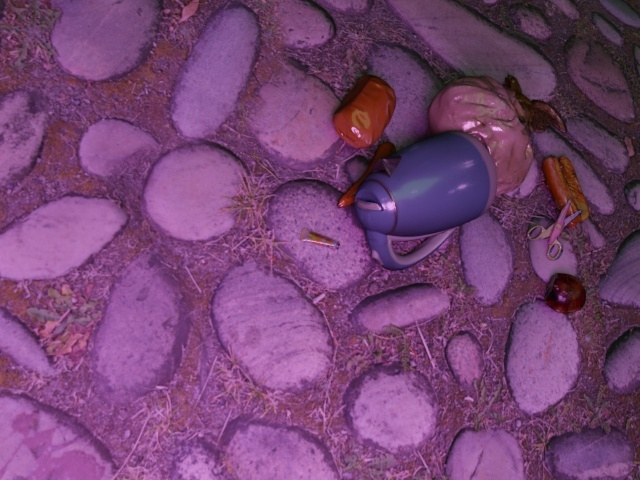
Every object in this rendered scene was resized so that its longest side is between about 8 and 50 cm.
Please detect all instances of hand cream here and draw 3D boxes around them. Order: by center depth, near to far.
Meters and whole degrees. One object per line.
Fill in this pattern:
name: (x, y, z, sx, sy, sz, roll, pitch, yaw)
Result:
hand cream: (0.000, 0.000, 1.211, 0.102, 0.022, 0.035, 20, 70, -11)

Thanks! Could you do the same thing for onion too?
onion: (0.716, 0.157, 1.418, 0.119, 0.118, 0.117, 26, 86, -13)

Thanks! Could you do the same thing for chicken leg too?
chicken leg: (0.661, -0.458, 1.635, 0.103, 0.088, 0.227, 10, 62, -10)

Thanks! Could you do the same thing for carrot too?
carrot: (0.139, -0.175, 1.311, 0.066, 0.062, 0.271, 40, 62, -12)

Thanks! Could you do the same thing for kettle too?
kettle: (0.243, -0.084, 1.237, 0.342, 0.247, 0.319, -23, 116, -29)

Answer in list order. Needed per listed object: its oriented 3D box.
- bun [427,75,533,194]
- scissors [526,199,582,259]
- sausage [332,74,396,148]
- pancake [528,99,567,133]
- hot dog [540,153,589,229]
bun: (0.480, -0.308, 1.396, 0.362, 0.234, 0.326, 52, 40, -11)
scissors: (0.738, -0.041, 1.512, 0.133, 0.020, 0.187, 41, 86, -7)
sausage: (0.126, -0.358, 1.337, 0.136, 0.120, 0.241, 40, 60, -23)
pancake: (0.785, -0.417, 1.705, 0.184, 0.020, 0.190, 45, 61, -4)
hot dog: (0.799, -0.166, 1.594, 0.109, 0.072, 0.269, -2, 71, -22)
